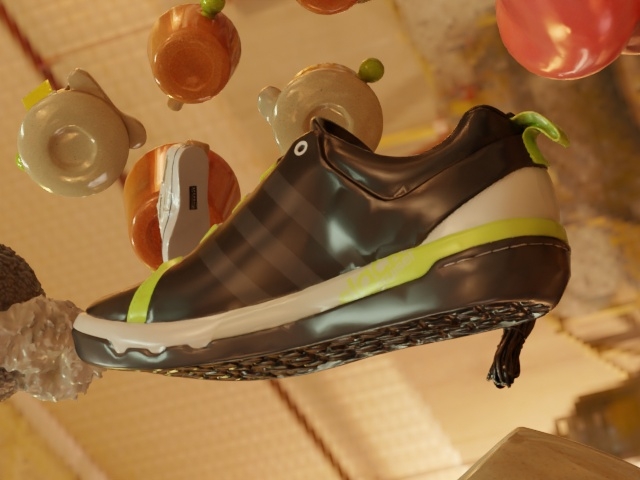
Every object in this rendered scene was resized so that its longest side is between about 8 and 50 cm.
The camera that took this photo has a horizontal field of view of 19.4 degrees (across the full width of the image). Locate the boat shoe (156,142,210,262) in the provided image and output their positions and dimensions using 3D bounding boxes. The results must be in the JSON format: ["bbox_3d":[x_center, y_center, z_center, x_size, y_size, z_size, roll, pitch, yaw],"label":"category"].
[{"bbox_3d":[-0.104,-0.022,1.380,0.035,0.035,0.100,-4,-79,-33],"label":"boat shoe"}]

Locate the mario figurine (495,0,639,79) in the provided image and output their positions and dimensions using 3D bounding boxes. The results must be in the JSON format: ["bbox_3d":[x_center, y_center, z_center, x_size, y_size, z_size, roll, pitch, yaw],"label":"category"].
[{"bbox_3d":[0.218,-0.145,0.864,0.320,0.198,0.170,12,-106,-27],"label":"mario figurine"}]

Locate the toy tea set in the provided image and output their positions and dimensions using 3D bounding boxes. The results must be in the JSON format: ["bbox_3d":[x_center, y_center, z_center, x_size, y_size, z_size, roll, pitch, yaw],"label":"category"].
[{"bbox_3d":[-0.067,-0.116,1.471,0.200,0.336,0.124,52,-167,-19],"label":"toy tea set"}]

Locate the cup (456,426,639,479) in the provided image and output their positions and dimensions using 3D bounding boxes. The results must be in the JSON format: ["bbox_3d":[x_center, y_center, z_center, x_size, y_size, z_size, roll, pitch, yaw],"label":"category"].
[{"bbox_3d":[0.168,0.280,1.396,0.237,0.331,0.331,48,-162,6],"label":"cup"}]

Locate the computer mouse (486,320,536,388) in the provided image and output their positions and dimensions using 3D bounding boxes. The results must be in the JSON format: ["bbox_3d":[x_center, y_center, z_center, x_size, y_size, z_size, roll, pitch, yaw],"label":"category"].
[{"bbox_3d":[0.094,0.022,1.435,0.193,0.042,0.106,35,-114,-19],"label":"computer mouse"}]

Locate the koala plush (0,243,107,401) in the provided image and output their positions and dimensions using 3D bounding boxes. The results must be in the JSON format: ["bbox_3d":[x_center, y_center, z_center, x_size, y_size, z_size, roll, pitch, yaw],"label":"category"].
[{"bbox_3d":[-0.239,0.035,1.054,0.221,0.196,0.203,21,-96,-41],"label":"koala plush"}]

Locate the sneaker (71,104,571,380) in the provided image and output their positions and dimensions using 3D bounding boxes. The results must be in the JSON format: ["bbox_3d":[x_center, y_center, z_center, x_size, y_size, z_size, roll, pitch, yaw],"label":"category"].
[{"bbox_3d":[0.000,0.000,0.783,0.084,0.235,0.097,16,-116,-60],"label":"sneaker"}]
